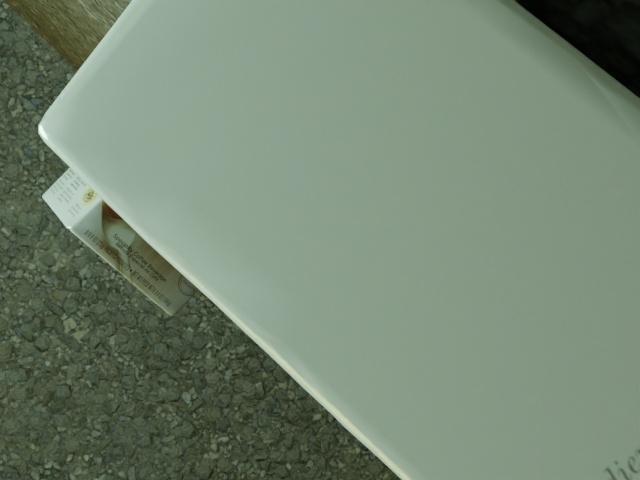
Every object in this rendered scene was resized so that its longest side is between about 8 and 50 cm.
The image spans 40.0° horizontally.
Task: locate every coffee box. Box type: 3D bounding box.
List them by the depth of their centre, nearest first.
[{"bbox_3d":[-0.116,-0.073,0.828,0.141,0.246,0.098,47,172,-36],"label":"coffee box"}]

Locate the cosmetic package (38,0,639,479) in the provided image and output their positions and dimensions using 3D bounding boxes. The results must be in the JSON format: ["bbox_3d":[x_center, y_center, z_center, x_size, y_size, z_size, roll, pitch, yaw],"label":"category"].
[{"bbox_3d":[0.123,0.047,0.404,0.453,0.161,0.230,41,-172,10],"label":"cosmetic package"}]
